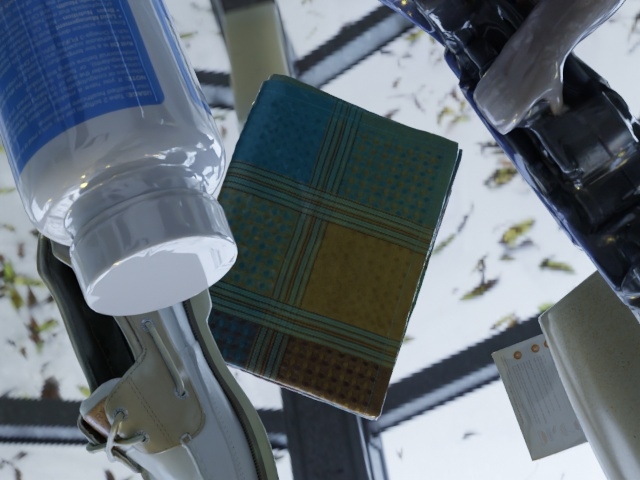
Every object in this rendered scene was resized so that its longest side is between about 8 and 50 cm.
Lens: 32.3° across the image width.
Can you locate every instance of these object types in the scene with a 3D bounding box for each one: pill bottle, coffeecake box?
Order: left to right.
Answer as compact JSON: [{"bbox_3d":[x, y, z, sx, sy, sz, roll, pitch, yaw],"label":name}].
[{"bbox_3d":[-0.131,-0.072,0.665,0.124,0.124,0.221,-21,-113,-6],"label":"pill bottle"},{"bbox_3d":[0.327,0.176,1.363,0.185,0.068,0.142,-23,-108,13],"label":"coffeecake box"}]

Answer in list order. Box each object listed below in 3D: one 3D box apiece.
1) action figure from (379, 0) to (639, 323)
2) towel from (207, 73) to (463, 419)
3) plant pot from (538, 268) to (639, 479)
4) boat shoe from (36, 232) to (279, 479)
[{"bbox_3d":[0.109,-0.129,0.416,0.178,0.330,0.341,-35,-94,0],"label":"action figure"},{"bbox_3d":[0.000,0.000,1.322,0.271,0.040,0.370,21,-111,-6],"label":"towel"},{"bbox_3d":[0.319,0.129,0.914,0.256,0.256,0.274,-35,-100,-18],"label":"plant pot"},{"bbox_3d":[-0.118,0.115,0.770,0.103,0.113,0.302,-6,-116,-39],"label":"boat shoe"}]
